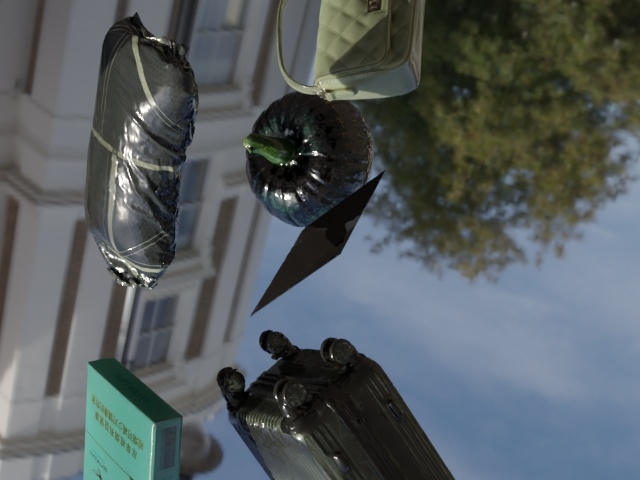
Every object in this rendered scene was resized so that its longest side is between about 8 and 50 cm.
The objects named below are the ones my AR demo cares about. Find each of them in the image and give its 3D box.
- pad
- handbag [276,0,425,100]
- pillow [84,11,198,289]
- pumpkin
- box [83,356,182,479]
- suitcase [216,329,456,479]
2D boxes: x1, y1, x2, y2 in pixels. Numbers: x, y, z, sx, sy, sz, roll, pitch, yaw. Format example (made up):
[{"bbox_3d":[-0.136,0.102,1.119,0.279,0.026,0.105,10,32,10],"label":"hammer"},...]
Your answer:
[{"bbox_3d":[0.000,0.000,1.530,0.004,0.164,0.243,48,-149,-11],"label":"pad"},{"bbox_3d":[0.038,-0.309,1.678,0.219,0.079,0.256,-4,-122,16],"label":"handbag"},{"bbox_3d":[-0.215,-0.098,1.397,0.093,0.335,0.161,-12,-139,-37],"label":"pillow"},{"bbox_3d":[-0.040,-0.146,2.054,0.248,0.248,0.248,12,-156,-6],"label":"pumpkin"},{"bbox_3d":[-0.211,0.264,1.302,0.041,0.229,0.162,-8,-157,-35],"label":"box"},{"bbox_3d":[0.032,0.247,1.287,0.128,0.312,0.202,-42,-161,-24],"label":"suitcase"}]
